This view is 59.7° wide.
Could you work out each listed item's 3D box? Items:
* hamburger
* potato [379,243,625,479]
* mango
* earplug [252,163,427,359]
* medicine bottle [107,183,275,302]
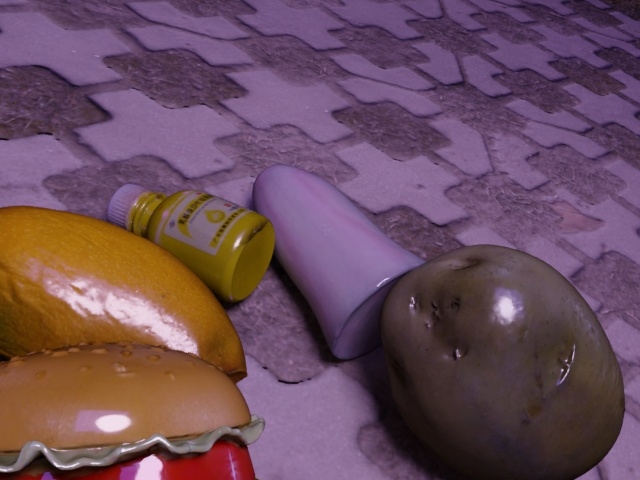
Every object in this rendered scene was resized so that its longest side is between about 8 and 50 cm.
[{"bbox_3d":[-0.176,0.188,0.445,0.275,0.274,0.212,2,73,-20],"label":"hamburger"},{"bbox_3d":[0.216,0.159,0.654,0.243,0.221,0.326,-51,118,-24],"label":"potato"},{"bbox_3d":[-0.244,0.073,0.627,0.360,0.144,0.186,24,50,-8],"label":"mango"},{"bbox_3d":[0.000,0.000,0.791,0.172,0.172,0.301,-18,52,-34],"label":"earplug"},{"bbox_3d":[-0.178,-0.011,0.741,0.213,0.121,0.122,22,44,16],"label":"medicine bottle"}]
